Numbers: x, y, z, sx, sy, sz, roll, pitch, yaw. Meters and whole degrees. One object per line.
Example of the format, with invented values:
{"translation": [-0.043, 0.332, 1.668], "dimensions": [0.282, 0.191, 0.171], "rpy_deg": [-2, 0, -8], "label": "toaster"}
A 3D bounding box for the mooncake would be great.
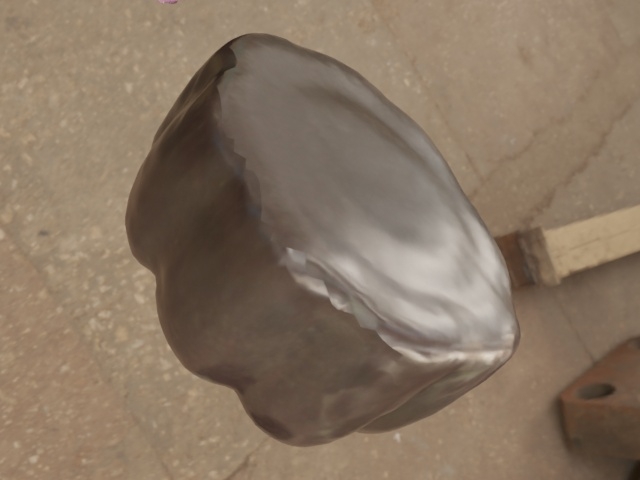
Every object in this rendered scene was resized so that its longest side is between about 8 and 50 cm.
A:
{"translation": [0.000, 0.000, 0.655], "dimensions": [0.306, 0.154, 0.306], "rpy_deg": [30, 35, -24], "label": "mooncake"}

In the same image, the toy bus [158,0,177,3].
{"translation": [-0.154, -0.329, 0.759], "dimensions": [0.274, 0.112, 0.090], "rpy_deg": [56, 25, -48], "label": "toy bus"}
